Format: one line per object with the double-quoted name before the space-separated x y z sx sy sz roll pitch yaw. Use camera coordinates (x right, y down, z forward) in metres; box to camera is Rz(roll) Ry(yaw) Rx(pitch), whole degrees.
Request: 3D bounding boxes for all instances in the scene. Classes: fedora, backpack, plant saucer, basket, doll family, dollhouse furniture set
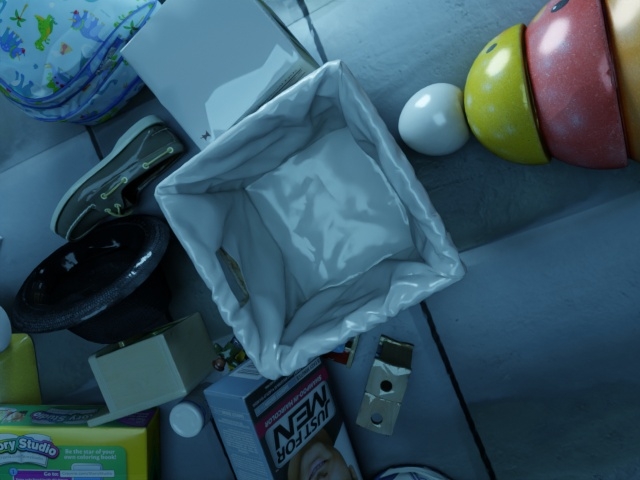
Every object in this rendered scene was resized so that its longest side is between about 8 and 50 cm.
"fedora" -0.403 0.094 0.991 0.334 0.334 0.153 -17 126 14
"backpack" -0.424 -0.376 0.926 0.290 0.273 0.355 43 117 -3
"plant saucer" -0.802 0.384 1.182 0.332 0.081 0.333 -2 97 14
"basket" -0.002 -0.030 0.801 0.331 0.266 0.328 -31 90 14
"doll family" -0.128 0.263 1.014 0.193 0.076 0.111 40 85 10
"dollhouse furniture set" 0.060 0.240 0.941 0.183 0.129 0.129 16 101 9

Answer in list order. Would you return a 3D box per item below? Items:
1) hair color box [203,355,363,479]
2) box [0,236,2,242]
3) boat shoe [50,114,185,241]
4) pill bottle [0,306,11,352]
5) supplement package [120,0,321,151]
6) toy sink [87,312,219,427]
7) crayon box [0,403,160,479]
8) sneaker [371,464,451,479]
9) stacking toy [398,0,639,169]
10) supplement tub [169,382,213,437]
"hair color box" -0.044 0.382 0.910 0.113 0.185 0.375 -6 106 42
"box" -0.805 0.031 1.128 0.130 0.091 0.170 35 103 6
"boat shoe" -0.389 -0.102 0.998 0.091 0.109 0.305 45 94 3
"pill bottle" -0.803 0.213 1.076 0.272 0.152 0.152 -15 94 1
"supplement package" -0.129 -0.275 0.845 0.198 0.262 0.199 -40 88 15
"toy sink" -0.347 0.247 1.024 0.234 0.153 0.131 -22 92 16
"crayon box" -0.527 0.512 1.089 0.362 0.106 0.313 1 97 -1
"sneaker" 0.223 0.500 0.940 0.296 0.131 0.112 5 100 13
"stacking toy" 0.336 -0.218 0.760 0.479 0.350 0.351 -11 95 29
"supplement tub" -0.245 0.336 1.034 0.071 0.107 0.071 2 99 13
